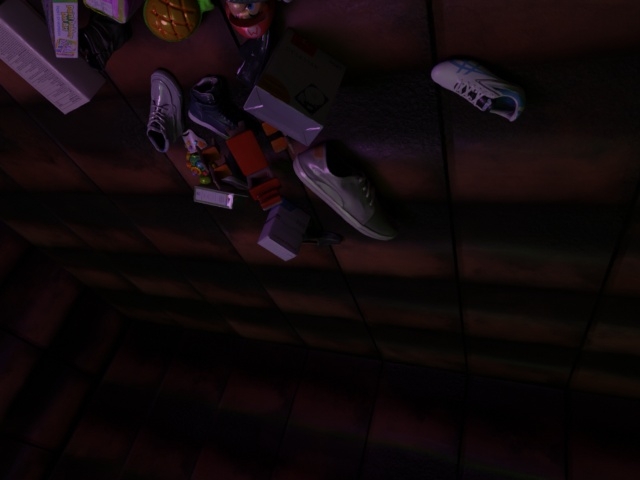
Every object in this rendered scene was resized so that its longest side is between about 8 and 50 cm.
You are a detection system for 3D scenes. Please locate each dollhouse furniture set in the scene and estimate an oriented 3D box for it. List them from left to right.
[{"bbox_3d":[-0.200,-0.227,1.401,0.262,0.135,0.259,-25,143,0],"label":"dollhouse furniture set"}]

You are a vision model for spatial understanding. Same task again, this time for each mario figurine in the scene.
[{"bbox_3d":[-0.172,-0.568,0.943,0.198,0.170,0.320,34,152,34],"label":"mario figurine"}]

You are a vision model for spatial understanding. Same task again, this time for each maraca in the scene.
[{"bbox_3d":[-0.344,-0.564,1.121,0.186,0.099,0.127,-31,136,21],"label":"maraca"}]

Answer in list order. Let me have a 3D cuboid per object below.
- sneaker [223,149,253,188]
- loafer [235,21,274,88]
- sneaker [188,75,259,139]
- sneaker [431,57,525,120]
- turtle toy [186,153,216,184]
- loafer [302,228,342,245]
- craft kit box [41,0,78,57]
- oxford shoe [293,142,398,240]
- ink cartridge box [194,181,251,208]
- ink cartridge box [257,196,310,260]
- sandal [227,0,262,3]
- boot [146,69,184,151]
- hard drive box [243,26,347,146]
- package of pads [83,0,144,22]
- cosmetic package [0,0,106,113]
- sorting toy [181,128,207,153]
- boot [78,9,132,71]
[{"bbox_3d":[-0.254,-0.238,1.598,0.083,0.118,0.222,12,177,19],"label":"sneaker"},{"bbox_3d":[-0.171,-0.477,1.179,0.078,0.076,0.223,17,153,-13],"label":"loafer"},{"bbox_3d":[-0.281,-0.386,1.367,0.226,0.086,0.163,22,149,-7],"label":"sneaker"},{"bbox_3d":[0.372,-0.355,1.086,0.237,0.086,0.085,21,150,-2],"label":"sneaker"},{"bbox_3d":[-0.428,-0.257,1.656,0.095,0.066,0.130,3,145,23],"label":"turtle toy"},{"bbox_3d":[0.000,0.000,1.839,0.170,0.061,0.062,7,145,16],"label":"loafer"},{"bbox_3d":[-0.615,-0.607,1.070,0.061,0.246,0.250,-16,164,-32],"label":"craft kit box"},{"bbox_3d":[0.113,-0.149,1.479,0.449,0.169,0.130,37,122,-27],"label":"oxford shoe"},{"bbox_3d":[-0.347,-0.164,1.707,0.209,0.109,0.062,11,109,11],"label":"ink cartridge box"},{"bbox_3d":[-0.133,-0.042,1.719,0.140,0.190,0.082,35,145,-24],"label":"ink cartridge box"},{"bbox_3d":[-0.109,-0.519,0.904,0.255,0.054,0.097,1,140,-6],"label":"sandal"},{"bbox_3d":[-0.486,-0.388,1.430,0.095,0.123,0.258,15,148,5],"label":"boot"},{"bbox_3d":[-0.057,-0.375,1.130,0.181,0.232,0.089,28,146,-16],"label":"hard drive box"},{"bbox_3d":[-0.387,-0.620,0.925,0.101,0.229,0.296,25,147,-10],"label":"package of pads"},{"bbox_3d":[-0.826,-0.544,1.375,0.160,0.113,0.309,-7,141,35],"label":"cosmetic package"},{"bbox_3d":[-0.441,-0.339,1.572,0.083,0.045,0.075,-8,120,36],"label":"sorting toy"},{"bbox_3d":[-0.559,-0.562,1.163,0.084,0.161,0.246,15,148,5],"label":"boot"}]
